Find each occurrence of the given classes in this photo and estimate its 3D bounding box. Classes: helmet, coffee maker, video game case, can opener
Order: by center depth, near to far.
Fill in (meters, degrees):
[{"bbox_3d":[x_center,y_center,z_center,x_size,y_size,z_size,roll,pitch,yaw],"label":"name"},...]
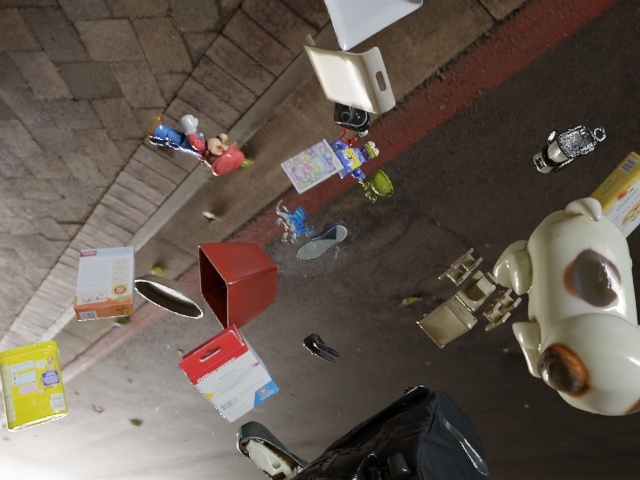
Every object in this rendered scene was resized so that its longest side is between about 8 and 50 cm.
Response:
[{"bbox_3d":[-0.020,-0.174,1.159,0.122,0.087,0.011,-31,165,-6],"label":"video game case"},{"bbox_3d":[0.005,0.366,1.639,0.059,0.073,0.186,-41,135,-2],"label":"can opener"},{"bbox_3d":[0.862,-0.313,1.721,0.171,0.120,0.178,-1,169,-4],"label":"coffee maker"},{"bbox_3d":[0.139,-0.508,1.882,0.169,0.161,0.169,15,-175,-1],"label":"helmet"}]

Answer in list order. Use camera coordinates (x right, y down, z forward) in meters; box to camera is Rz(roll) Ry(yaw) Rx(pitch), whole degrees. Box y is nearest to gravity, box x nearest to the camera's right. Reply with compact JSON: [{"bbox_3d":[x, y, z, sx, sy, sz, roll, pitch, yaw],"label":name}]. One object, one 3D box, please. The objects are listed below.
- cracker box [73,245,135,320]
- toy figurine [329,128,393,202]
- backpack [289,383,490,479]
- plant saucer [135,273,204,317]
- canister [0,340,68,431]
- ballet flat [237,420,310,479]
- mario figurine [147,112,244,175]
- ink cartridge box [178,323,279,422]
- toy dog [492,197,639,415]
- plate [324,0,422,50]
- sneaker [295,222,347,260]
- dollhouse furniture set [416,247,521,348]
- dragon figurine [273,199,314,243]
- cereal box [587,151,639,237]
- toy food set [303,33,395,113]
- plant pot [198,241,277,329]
[{"bbox_3d":[-0.644,0.124,1.488,0.156,0.232,0.067,-4,136,-14],"label":"cracker box"},{"bbox_3d":[0.123,-0.301,2.083,0.191,0.217,0.362,-30,87,53],"label":"toy figurine"},{"bbox_3d":[0.039,0.213,0.391,0.182,0.115,0.152,-40,166,22],"label":"backpack"},{"bbox_3d":[-0.542,0.198,1.782,0.278,0.041,0.278,16,151,9],"label":"plant saucer"},{"bbox_3d":[-0.652,0.328,1.119,0.126,0.170,0.073,-11,157,-27],"label":"canister"},{"bbox_3d":[-0.090,0.541,1.154,0.280,0.095,0.096,37,-176,3],"label":"ballet flat"},{"bbox_3d":[-0.412,-0.347,1.697,0.321,0.198,0.170,22,111,-12],"label":"mario figurine"},{"bbox_3d":[-0.204,0.279,1.079,0.134,0.078,0.231,-32,127,-8],"label":"ink cartridge box"},{"bbox_3d":[0.558,0.156,1.013,0.285,0.408,0.395,8,139,2],"label":"toy dog"},{"bbox_3d":[0.136,-0.711,1.376,0.277,0.045,0.278,-29,146,4],"label":"plate"},{"bbox_3d":[0.002,0.001,2.042,0.226,0.163,0.086,-28,102,2],"label":"sneaker"},{"bbox_3d":[0.431,0.189,1.489,0.212,0.242,0.161,48,145,10],"label":"dollhouse furniture set"},{"bbox_3d":[-0.114,-0.088,1.981,0.085,0.144,0.289,2,137,29],"label":"dragon figurine"},{"bbox_3d":[0.721,-0.096,1.163,0.240,0.047,0.173,14,120,-41],"label":"cereal box"},{"bbox_3d":[0.093,-0.547,1.595,0.306,0.092,0.219,28,159,39],"label":"toy food set"},{"bbox_3d":[-0.316,0.158,1.949,0.236,0.267,0.267,-17,133,-30],"label":"plant pot"}]
